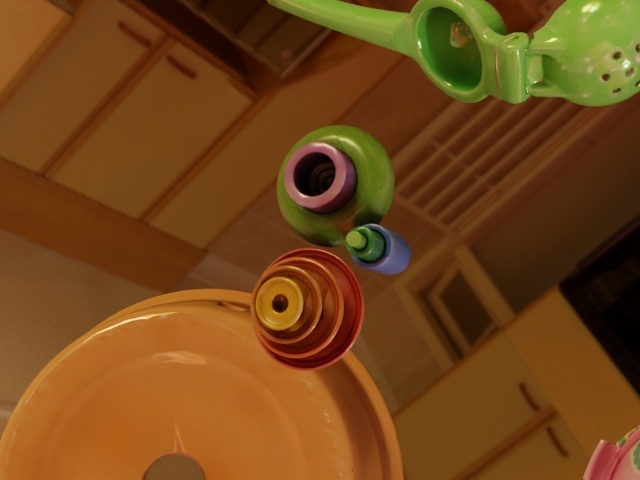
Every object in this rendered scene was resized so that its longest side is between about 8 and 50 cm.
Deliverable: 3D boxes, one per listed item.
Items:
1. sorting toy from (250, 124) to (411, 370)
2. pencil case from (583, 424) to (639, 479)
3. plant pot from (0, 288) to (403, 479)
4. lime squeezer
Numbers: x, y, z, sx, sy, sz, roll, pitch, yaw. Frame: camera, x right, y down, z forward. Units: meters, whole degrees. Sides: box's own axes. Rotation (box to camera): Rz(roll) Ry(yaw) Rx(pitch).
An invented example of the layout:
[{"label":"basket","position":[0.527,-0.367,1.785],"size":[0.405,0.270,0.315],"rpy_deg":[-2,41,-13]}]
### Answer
[{"label":"sorting toy","position":[0.000,0.000,0.315],"size":[0.042,0.061,0.102],"rpy_deg":[22,-106,-66]},{"label":"pencil case","position":[0.306,0.200,0.579],"size":[0.284,0.124,0.124],"rpy_deg":[25,-152,-37]},{"label":"plant pot","position":[-0.079,0.159,0.535],"size":[0.291,0.291,0.203],"rpy_deg":[51,169,11]},{"label":"lime squeezer","position":[0.097,-0.112,0.395],"size":[0.059,0.310,0.110],"rpy_deg":[58,-141,-54]}]
